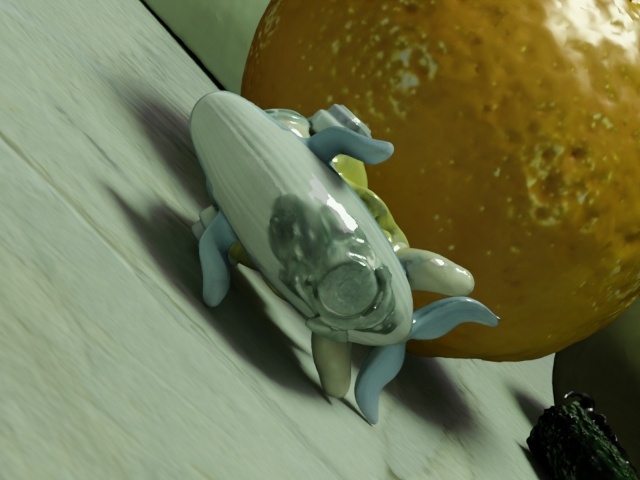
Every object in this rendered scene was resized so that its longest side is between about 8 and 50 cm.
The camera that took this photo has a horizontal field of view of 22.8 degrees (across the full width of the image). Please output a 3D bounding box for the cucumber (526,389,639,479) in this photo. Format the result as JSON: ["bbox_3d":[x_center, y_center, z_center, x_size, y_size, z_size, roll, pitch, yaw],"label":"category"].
[{"bbox_3d":[0.212,0.189,1.170,0.067,0.067,0.245,41,10,-22],"label":"cucumber"}]

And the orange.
[{"bbox_3d":[0.100,-0.068,1.118,0.340,0.293,0.340,31,-2,1],"label":"orange"}]

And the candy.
[{"bbox_3d":[-0.040,-0.208,1.592,0.359,0.145,0.208,48,10,21],"label":"candy"}]

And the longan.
[{"bbox_3d":[0.324,0.146,1.405,0.248,0.248,0.248,44,9,-8],"label":"longan"}]

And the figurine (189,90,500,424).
[{"bbox_3d":[0.000,0.000,0.891,0.208,0.128,0.184,51,4,-17],"label":"figurine"}]
